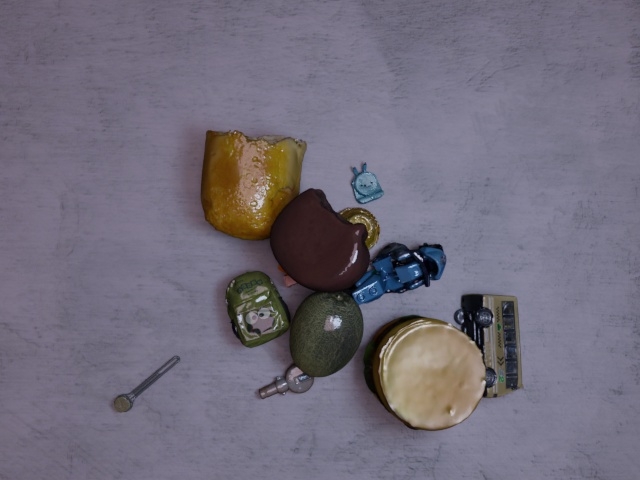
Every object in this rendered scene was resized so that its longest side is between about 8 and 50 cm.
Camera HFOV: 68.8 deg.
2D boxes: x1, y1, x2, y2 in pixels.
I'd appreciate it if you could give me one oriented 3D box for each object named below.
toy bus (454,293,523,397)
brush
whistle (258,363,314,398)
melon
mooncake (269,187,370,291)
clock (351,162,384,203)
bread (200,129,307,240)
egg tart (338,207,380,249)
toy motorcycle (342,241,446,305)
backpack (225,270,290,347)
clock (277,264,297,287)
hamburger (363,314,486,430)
[{"bbox_3d":[0.625,0.380,1.718,0.201,0.177,0.366,2,83,-13],"label":"toy bus"},{"bbox_3d":[-0.601,0.495,1.626,0.266,0.027,0.062,-40,91,-9],"label":"brush"},{"bbox_3d":[-0.114,0.507,1.671,0.219,0.057,0.107,-20,88,-7],"label":"whistle"},{"bbox_3d":[0.017,0.317,1.596,0.248,0.249,0.330,18,119,-5],"label":"melon"},{"bbox_3d":[0.000,0.000,1.526,0.325,0.174,0.335,4,80,20],"label":"mooncake"},{"bbox_3d":[0.172,-0.219,1.788,0.107,0.045,0.147,-21,87,-10],"label":"clock"},{"bbox_3d":[-0.238,-0.198,1.630,0.360,0.250,0.395,6,84,-6],"label":"bread"},{"bbox_3d":[0.136,-0.040,1.752,0.191,0.074,0.192,1,82,-9],"label":"egg tart"},{"bbox_3d":[0.279,0.113,1.672,0.415,0.232,0.172,-24,99,-8],"label":"toy motorcycle"},{"bbox_3d":[-0.227,0.236,1.648,0.206,0.140,0.254,-22,81,-8],"label":"backpack"},{"bbox_3d":[-0.023,0.059,1.676,0.255,0.106,0.220,-18,79,14],"label":"clock"},{"bbox_3d":[0.359,0.451,1.623,0.394,0.277,0.397,1,83,-4],"label":"hamburger"}]
